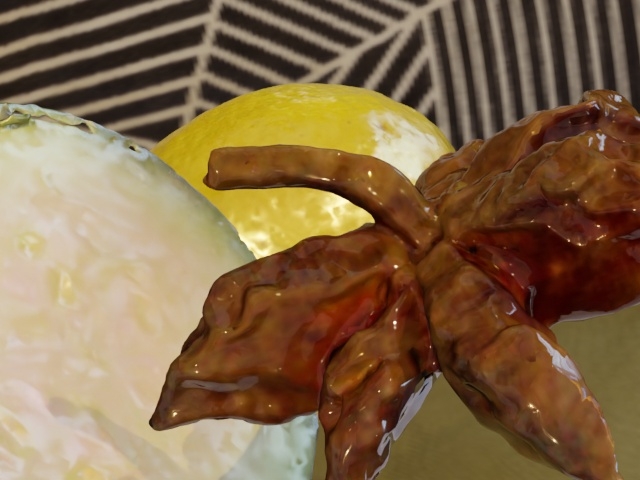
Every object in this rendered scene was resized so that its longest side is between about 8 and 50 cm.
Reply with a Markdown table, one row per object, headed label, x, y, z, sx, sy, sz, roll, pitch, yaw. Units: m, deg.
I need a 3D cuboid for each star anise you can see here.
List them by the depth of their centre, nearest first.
| label | x | y | z | sx | sy | sz | roll | pitch | yaw |
| --- | --- | --- | --- | --- | --- | --- | --- | --- | --- |
| star anise | 0.053 | 0.010 | 0.587 | 0.212 | 0.196 | 0.111 | -28 | 121 | -31 |

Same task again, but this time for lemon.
| label | x | y | z | sx | sy | sz | roll | pitch | yaw |
| --- | --- | --- | --- | --- | --- | --- | --- | --- | --- |
| lemon | 0.000 | 0.000 | 1.674 | 0.364 | 0.364 | 0.364 | -1 | 92 | -22 |

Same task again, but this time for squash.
| label | x | y | z | sx | sy | sz | roll | pitch | yaw |
| --- | --- | --- | --- | --- | --- | --- | --- | --- | --- |
| squash | -0.210 | 0.117 | 0.844 | 0.263 | 0.384 | 0.263 | 24 | 52 | -34 |
